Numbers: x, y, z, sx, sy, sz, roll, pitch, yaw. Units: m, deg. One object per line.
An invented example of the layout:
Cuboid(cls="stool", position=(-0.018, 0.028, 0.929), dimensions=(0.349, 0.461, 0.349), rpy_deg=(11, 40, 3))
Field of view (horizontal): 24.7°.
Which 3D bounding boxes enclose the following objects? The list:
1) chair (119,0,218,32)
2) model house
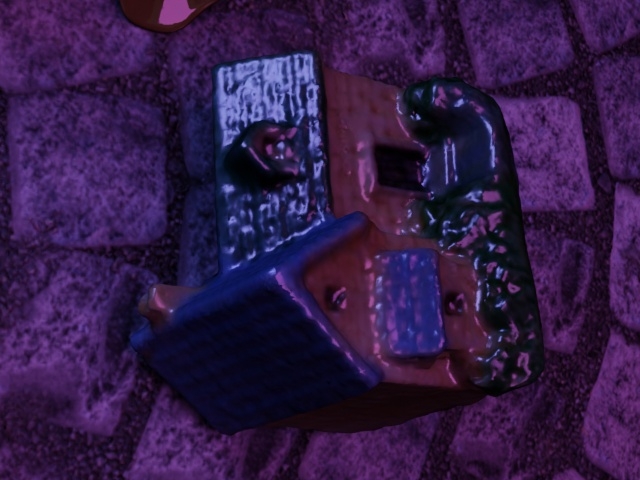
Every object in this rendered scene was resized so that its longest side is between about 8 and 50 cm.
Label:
Cuboid(cls="chair", position=(-0.142, -0.376, 1.643), dimensions=(0.159, 0.172, 0.247), rpy_deg=(15, 69, -32))
Cuboid(cls="model house", position=(0.000, 0.000, 1.589), dimensions=(0.343, 0.334, 0.382), rpy_deg=(11, 68, -34))
